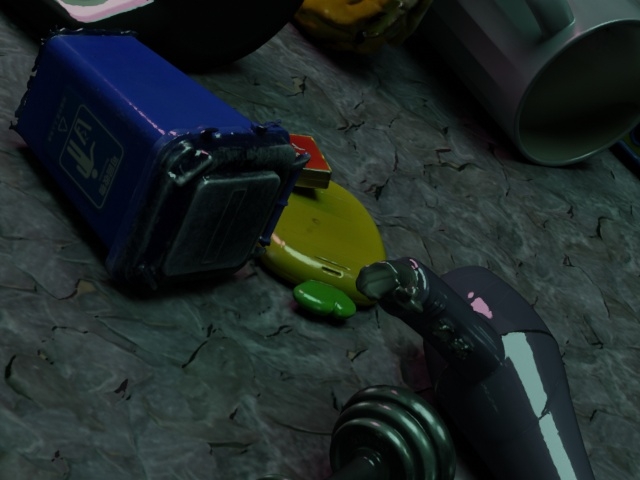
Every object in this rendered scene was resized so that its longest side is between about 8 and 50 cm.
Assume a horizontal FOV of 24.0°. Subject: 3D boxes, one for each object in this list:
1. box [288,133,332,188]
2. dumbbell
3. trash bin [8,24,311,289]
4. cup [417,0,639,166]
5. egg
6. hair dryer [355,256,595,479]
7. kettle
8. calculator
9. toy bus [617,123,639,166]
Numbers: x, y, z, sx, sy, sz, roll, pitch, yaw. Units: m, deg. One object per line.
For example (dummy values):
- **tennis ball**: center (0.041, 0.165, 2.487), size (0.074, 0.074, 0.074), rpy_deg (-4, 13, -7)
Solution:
- **box**: center (-0.063, -0.086, 1.528), size (0.133, 0.023, 0.090), rpy_deg (6, 27, -16)
- **dumbbell**: center (0.007, 0.193, 1.135), size (0.110, 0.110, 0.254), rpy_deg (42, 38, 19)
- **trash bin**: center (-0.149, -0.082, 1.356), size (0.184, 0.162, 0.234), rpy_deg (-7, 41, -49)
- **cup**: center (0.255, -0.306, 1.936), size (0.327, 0.237, 0.323), rpy_deg (58, 4, 37)
- **egg**: center (0.069, -0.377, 1.900), size (0.286, 0.264, 0.174), rpy_deg (46, 27, 26)
- **hair dryer**: center (0.118, 0.109, 1.233), size (0.361, 0.121, 0.301), rpy_deg (40, 22, -51)
- **kettle**: center (-0.234, -0.371, 1.671), size (0.361, 0.250, 0.377), rpy_deg (-22, 58, -31)
- **calculator**: center (0.000, 0.000, 1.483), size (0.146, 0.032, 0.235), rpy_deg (20, 29, -18)
- **toy bus**: center (0.522, -0.144, 2.040), size (0.138, 0.175, 0.288), rpy_deg (0, 42, -44)
